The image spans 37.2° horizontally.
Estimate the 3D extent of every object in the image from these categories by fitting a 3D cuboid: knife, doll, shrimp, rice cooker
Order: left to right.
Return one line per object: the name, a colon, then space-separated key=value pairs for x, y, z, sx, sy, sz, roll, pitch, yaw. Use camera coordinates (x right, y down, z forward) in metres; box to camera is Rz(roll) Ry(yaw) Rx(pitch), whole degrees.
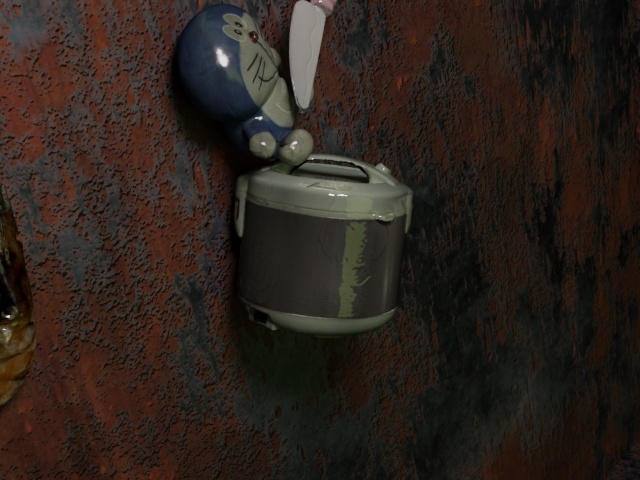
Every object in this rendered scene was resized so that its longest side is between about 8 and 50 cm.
shrimp: x=-0.480 y=0.085 z=1.219 sx=0.233 sy=0.071 sz=0.365 roll=-21 pitch=122 yaw=-36
doll: x=-0.113 y=-0.240 z=1.446 sx=0.258 sy=0.154 sz=0.228 roll=60 pitch=25 yaw=-47
knife: x=-0.009 y=-0.353 z=1.504 sx=0.081 sy=0.043 sz=0.336 roll=37 pitch=50 yaw=-35
rice cooker: x=0.000 y=-0.003 z=1.555 sx=0.288 sy=0.288 sz=0.277 roll=-8 pitch=106 yaw=-46
